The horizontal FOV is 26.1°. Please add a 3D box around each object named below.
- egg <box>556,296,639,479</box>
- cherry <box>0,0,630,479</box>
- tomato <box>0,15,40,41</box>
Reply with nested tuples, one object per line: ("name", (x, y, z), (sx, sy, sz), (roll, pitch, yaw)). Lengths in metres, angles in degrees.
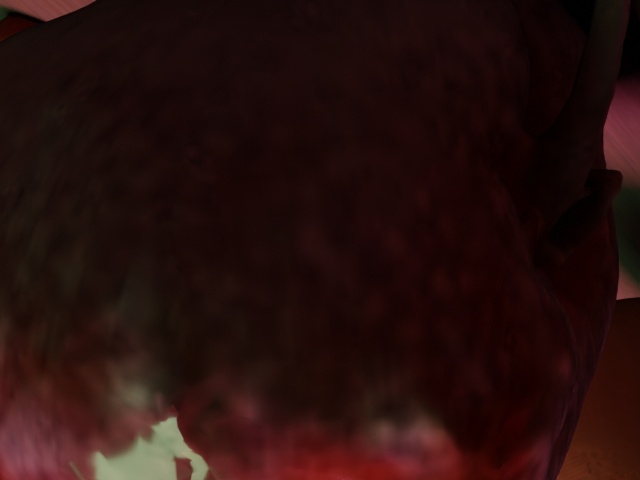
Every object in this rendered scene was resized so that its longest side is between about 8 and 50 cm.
("egg", (0.241, 0.194, 0.852), (0.374, 0.301, 0.301), (47, 165, -32))
("cherry", (-0.022, 0.000, 0.609), (0.335, 0.326, 0.291), (16, 137, 45))
("tomato", (-0.243, -0.127, 1.405), (0.237, 0.095, 0.237), (30, 172, 5))
